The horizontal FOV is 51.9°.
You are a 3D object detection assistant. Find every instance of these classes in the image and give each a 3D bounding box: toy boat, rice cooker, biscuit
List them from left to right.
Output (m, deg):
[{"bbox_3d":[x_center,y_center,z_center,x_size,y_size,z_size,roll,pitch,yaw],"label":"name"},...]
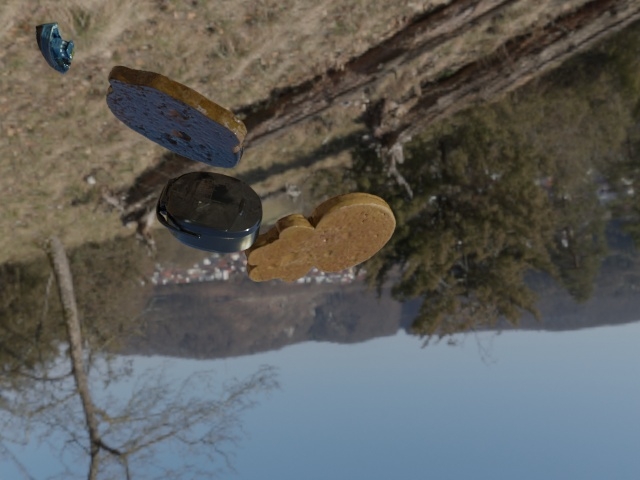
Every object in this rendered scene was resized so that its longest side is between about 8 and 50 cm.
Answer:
[{"bbox_3d":[-0.536,-0.396,1.345,0.061,0.060,0.137,9,152,-1],"label":"toy boat"},{"bbox_3d":[-0.266,-0.226,1.214,0.273,0.049,0.257,23,163,-6],"label":"biscuit"},{"bbox_3d":[-0.173,-0.043,1.046,0.165,0.112,0.106,11,149,5],"label":"rice cooker"},{"bbox_3d":[0.000,-0.001,1.202,0.289,0.044,0.202,-17,145,-7],"label":"biscuit"}]
